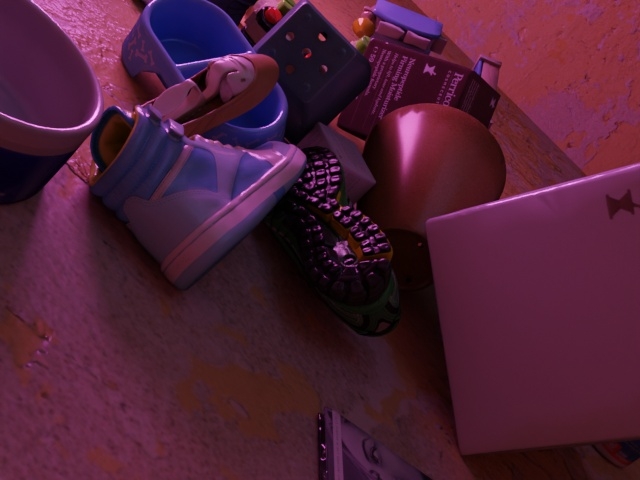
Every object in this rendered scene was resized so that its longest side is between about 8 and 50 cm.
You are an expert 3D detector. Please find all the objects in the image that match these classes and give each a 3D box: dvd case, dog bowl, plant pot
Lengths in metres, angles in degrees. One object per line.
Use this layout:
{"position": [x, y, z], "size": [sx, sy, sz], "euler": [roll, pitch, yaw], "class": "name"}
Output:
{"position": [0.084, 0.290, 1.064], "size": [0.221, 0.018, 0.165], "euler": [37, 24, -21], "class": "dvd case"}
{"position": [-0.153, -0.222, 1.354], "size": [0.165, 0.074, 0.297], "euler": [-18, 62, -35], "class": "dog bowl"}
{"position": [-0.350, -0.164, 0.965], "size": [0.265, 0.104, 0.265], "euler": [37, 24, -19], "class": "dog bowl"}
{"position": [0.148, -0.046, 1.512], "size": [0.237, 0.237, 0.254], "euler": [41, 38, -12], "class": "plant pot"}
{"position": [-0.027, -0.261, 1.494], "size": [0.166, 0.165, 0.234], "euler": [45, -3, -1], "class": "plant pot"}

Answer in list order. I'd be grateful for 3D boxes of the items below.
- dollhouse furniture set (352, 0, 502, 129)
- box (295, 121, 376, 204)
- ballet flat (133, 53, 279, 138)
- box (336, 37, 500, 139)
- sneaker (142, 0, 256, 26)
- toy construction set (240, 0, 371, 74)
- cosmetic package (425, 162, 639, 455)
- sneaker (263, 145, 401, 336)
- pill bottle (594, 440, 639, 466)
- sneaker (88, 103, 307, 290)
{"position": [0.161, -0.267, 1.942], "size": [0.303, 0.286, 0.198], "euler": [23, 46, -4], "class": "dollhouse furniture set"}
{"position": [0.008, -0.099, 1.474], "size": [0.087, 0.101, 0.102], "euler": [25, 30, -40], "class": "box"}
{"position": [-0.139, -0.179, 1.225], "size": [0.080, 0.073, 0.232], "euler": [41, 64, 21], "class": "ballet flat"}
{"position": [0.171, -0.226, 1.714], "size": [0.203, 0.169, 0.167], "euler": [23, 3, 27], "class": "box"}
{"position": [-0.186, -0.426, 1.614], "size": [0.226, 0.163, 0.086], "euler": [8, 45, -54], "class": "sneaker"}
{"position": [-0.030, -0.358, 1.780], "size": [0.327, 0.151, 0.215], "euler": [40, 45, 4], "class": "toy construction set"}
{"position": [0.397, 0.106, 1.376], "size": [0.393, 0.327, 0.330], "euler": [9, 71, -55], "class": "cosmetic package"}
{"position": [0.000, 0.000, 1.311], "size": [0.344, 0.134, 0.146], "euler": [-118, -174, -46], "class": "sneaker"}
{"position": [0.550, 0.266, 1.642], "size": [0.124, 0.221, 0.124], "euler": [37, 24, -20], "class": "pill bottle"}
{"position": [-0.144, -0.095, 1.152], "size": [0.208, 0.127, 0.319], "euler": [44, 28, -4], "class": "sneaker"}
